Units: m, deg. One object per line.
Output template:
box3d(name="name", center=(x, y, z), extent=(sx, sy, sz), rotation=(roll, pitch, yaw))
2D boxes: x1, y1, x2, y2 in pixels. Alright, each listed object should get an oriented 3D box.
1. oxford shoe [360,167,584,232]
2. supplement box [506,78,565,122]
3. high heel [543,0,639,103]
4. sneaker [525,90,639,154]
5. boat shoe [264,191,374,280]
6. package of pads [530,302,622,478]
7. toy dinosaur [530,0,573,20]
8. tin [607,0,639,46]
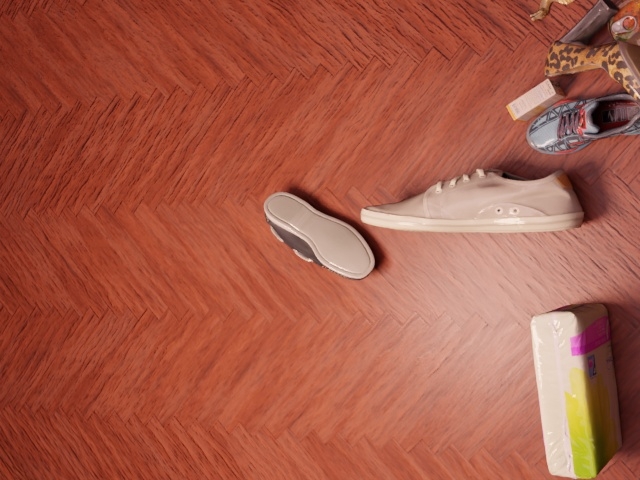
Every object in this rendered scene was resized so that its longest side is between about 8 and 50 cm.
box3d(name="oxford shoe", center=(0.297, -0.078, 1.867), extent=(0.449, 0.169, 0.130), rotation=(-2, 95, 25))
box3d(name="supplement box", center=(0.424, -0.274, 1.835), extent=(0.098, 0.062, 0.036), rotation=(-32, 75, 28))
box3d(name="high heel", center=(0.512, -0.299, 1.723), extent=(0.186, 0.093, 0.261), rotation=(-49, 42, 40))
box3d(name="sneaker", center=(0.501, -0.232, 1.752), extent=(0.262, 0.125, 0.104), rotation=(-15, 84, 31))
box3d(name="boat shoe", center=(0.000, 0.000, 2.100), extent=(0.114, 0.091, 0.302), rotation=(-40, 64, -20))
box3d(name="package of pads", center=(0.479, 0.270, 1.734), extent=(0.101, 0.229, 0.296), rotation=(-7, 88, 29))
box3d(name="toy dinosaur", center=(0.471, -0.508, 1.810), extent=(0.183, 0.053, 0.092), rotation=(-40, 88, 35))
box3d(name="tin", center=(0.627, -0.416, 1.717), extent=(0.190, 0.040, 0.106), rotation=(-15, 81, 32))
